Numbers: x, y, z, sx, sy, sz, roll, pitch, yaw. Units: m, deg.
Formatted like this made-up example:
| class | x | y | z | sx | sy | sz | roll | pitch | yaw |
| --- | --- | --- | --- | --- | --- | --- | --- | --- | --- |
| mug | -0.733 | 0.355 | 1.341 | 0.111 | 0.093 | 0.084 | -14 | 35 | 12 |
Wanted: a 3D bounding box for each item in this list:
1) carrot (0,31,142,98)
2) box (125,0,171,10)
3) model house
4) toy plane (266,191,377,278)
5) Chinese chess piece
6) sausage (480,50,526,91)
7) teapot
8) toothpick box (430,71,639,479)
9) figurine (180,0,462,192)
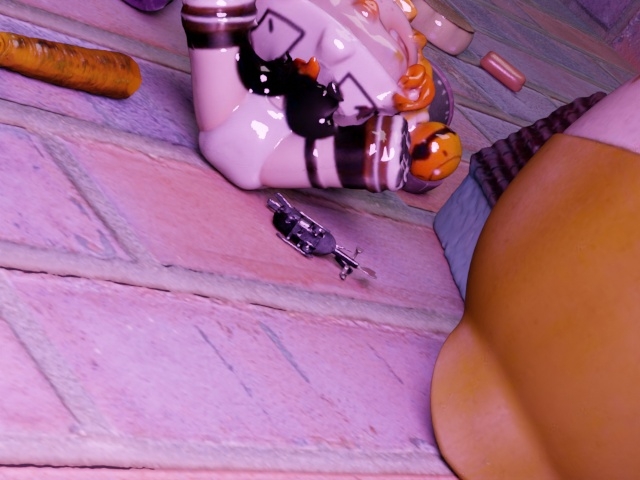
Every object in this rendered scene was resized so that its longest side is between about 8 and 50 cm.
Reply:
| class | x | y | z | sx | sy | sz | roll | pitch | yaw |
| --- | --- | --- | --- | --- | --- | --- | --- | --- | --- |
| carrot | -0.216 | -0.151 | 1.405 | 0.042 | 0.042 | 0.170 | 48 | 22 | 29 |
| box | -0.177 | -0.348 | 1.870 | 0.134 | 0.097 | 0.345 | 38 | 17 | -4 |
| model house | 0.283 | -0.020 | 1.694 | 0.230 | 0.249 | 0.280 | 31 | 19 | -21 |
| toy plane | 0.000 | 0.000 | 1.461 | 0.120 | 0.031 | 0.049 | 36 | 9 | 3 |
| Chinese chess piece | 0.191 | -0.350 | 2.659 | 0.122 | 0.051 | 0.122 | 32 | 18 | -11 |
| sausage | 0.302 | -0.279 | 2.722 | 0.083 | 0.034 | 0.034 | 39 | 18 | 0 |
| teapot | 0.077 | -0.127 | 1.841 | 0.116 | 0.148 | 0.146 | 6 | 20 | 22 |
| toothpick box | 0.330 | 0.061 | 1.311 | 0.409 | 0.425 | 0.409 | 42 | 27 | -28 |
| figurine | -0.007 | -0.157 | 1.575 | 0.320 | 0.196 | 0.323 | 44 | 24 | 0 |
